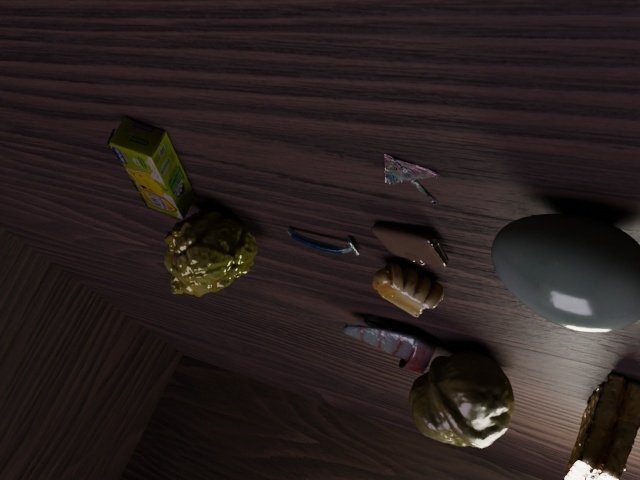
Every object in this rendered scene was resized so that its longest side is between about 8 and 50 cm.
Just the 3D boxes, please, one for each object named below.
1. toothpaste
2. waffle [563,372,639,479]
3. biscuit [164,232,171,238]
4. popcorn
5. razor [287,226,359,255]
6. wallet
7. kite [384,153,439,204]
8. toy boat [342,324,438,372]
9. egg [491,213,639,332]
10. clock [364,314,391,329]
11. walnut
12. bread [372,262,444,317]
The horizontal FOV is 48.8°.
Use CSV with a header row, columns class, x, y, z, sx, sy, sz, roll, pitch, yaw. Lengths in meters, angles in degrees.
class,x,y,z,sx,sy,sz,roll,pitch,yaw
toothpaste,-0.391,-0.163,1.674,0.110,0.077,0.327,18,159,11
waffle,0.725,0.519,1.825,0.114,0.261,0.376,22,159,20
biscuit,-0.365,0.016,2.129,0.320,0.047,0.183,8,151,40
popcorn,-0.297,0.030,1.834,0.259,0.259,0.212,-8,106,55
razor,-0.001,0.003,1.698,0.191,0.037,0.068,13,158,28
wallet,0.193,0.008,1.496,0.153,0.038,0.118,13,155,37
kite,0.165,-0.111,1.281,0.157,0.011,0.139,39,157,-32
toy boat,0.201,0.302,2.118,0.282,0.096,0.206,22,154,9
egg,0.407,0.048,1.150,0.264,0.182,0.183,22,160,23
clock,0.172,0.251,2.134,0.085,0.017,0.085,22,159,9
walnut,0.408,0.452,2.010,0.277,0.253,0.282,32,150,-34
bread,0.209,0.113,1.664,0.177,0.084,0.119,29,157,-10
